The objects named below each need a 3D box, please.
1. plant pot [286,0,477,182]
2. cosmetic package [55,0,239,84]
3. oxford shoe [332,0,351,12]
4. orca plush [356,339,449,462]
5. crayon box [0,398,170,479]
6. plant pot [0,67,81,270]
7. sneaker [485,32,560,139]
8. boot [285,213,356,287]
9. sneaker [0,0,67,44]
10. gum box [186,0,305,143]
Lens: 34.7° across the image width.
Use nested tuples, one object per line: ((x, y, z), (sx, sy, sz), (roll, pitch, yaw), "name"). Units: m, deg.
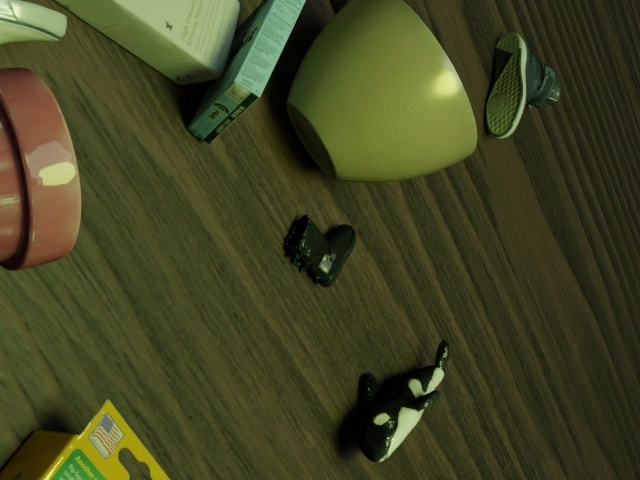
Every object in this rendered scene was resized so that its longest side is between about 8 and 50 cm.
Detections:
((0.063, -0.194, 1.478), (0.191, 0.284, 0.284), (-32, 117, -9), "plant pot")
((-0.211, -0.296, 1.252), (0.231, 0.085, 0.117), (31, 63, -47), "cosmetic package")
((0.071, -0.386, 1.631), (0.096, 0.083, 0.227), (-63, 136, -56), "oxford shoe")
((0.119, 0.233, 1.612), (0.102, 0.151, 0.287), (47, 48, 2), "orca plush")
((-0.293, 0.354, 1.097), (0.323, 0.083, 0.203), (-54, 127, -38), "crayon box")
((-0.355, -0.058, 0.982), (0.180, 0.201, 0.201), (-14, 98, -35), "plant pot")
((0.403, -0.273, 2.016), (0.163, 0.086, 0.226), (33, 61, -42), "sneaker")
((0.000, 0.000, 1.526), (0.099, 0.045, 0.121), (48, 53, -34), "boot")
((-0.379, -0.213, 1.046), (0.258, 0.094, 0.091), (-4, 108, -47), "sneaker")
((-0.095, -0.233, 1.333), (0.041, 0.157, 0.184), (32, 61, -17), "gum box")
